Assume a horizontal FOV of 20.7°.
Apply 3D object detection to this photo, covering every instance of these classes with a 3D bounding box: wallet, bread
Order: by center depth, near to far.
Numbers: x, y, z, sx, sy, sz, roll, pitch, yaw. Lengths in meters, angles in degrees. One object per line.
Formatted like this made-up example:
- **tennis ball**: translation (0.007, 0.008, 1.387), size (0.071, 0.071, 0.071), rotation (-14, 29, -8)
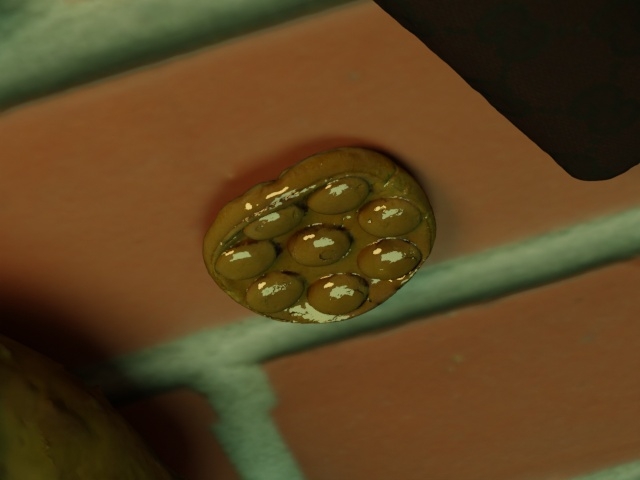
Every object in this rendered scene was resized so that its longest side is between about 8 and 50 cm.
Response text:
- **wallet**: translation (0.105, -0.129, 0.675), size (0.182, 0.049, 0.229), rotation (-37, 130, 24)
- **bread**: translation (0.000, 0.000, 0.809), size (0.110, 0.024, 0.110), rotation (-6, 139, -5)

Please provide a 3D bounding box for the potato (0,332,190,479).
- **potato**: translation (-0.151, 0.164, 0.849), size (0.229, 0.229, 0.266), rotation (-27, 150, 17)
